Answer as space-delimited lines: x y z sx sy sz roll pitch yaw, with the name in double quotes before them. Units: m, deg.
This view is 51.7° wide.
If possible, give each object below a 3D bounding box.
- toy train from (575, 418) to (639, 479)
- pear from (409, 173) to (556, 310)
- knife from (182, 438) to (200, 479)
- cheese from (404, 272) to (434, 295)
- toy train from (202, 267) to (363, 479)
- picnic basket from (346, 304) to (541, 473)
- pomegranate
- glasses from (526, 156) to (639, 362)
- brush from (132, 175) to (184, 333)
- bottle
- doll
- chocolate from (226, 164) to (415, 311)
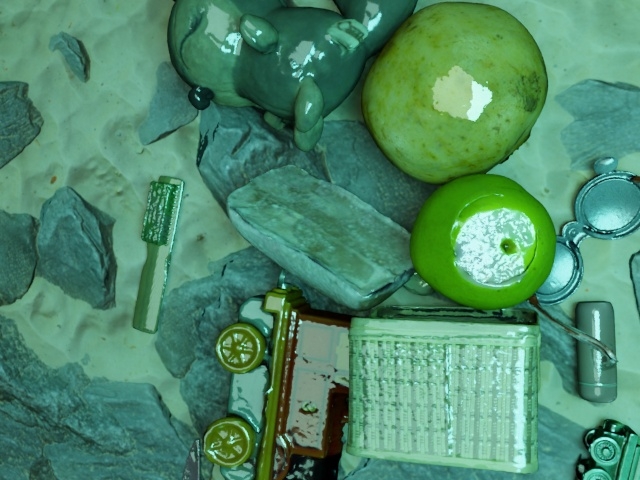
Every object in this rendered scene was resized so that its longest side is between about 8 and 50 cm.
"toy train" 0.412 0.338 0.917 0.111 0.071 0.170 14 91 9
"pear" 0.213 0.001 0.876 0.188 0.220 0.187 0 88 7
"knife" -0.228 0.469 1.150 0.035 0.018 0.247 2 86 21
"cheese" 0.187 -0.004 1.017 0.065 0.043 0.194 31 99 23
"toy train" -0.043 0.223 1.027 0.232 0.163 0.369 7 90 10
"picnic basket" 0.172 0.174 0.873 0.228 0.313 0.175 0 84 18
"pomegranate" 0.183 -0.201 0.923 0.261 0.260 0.260 -1 88 18
"glasses" 0.361 0.012 0.845 0.118 0.268 0.234 43 101 -3
"brush" -0.294 0.025 1.173 0.054 0.048 0.282 12 93 21
"bottle" 0.390 0.156 0.936 0.053 0.053 0.140 -2 88 18
"doll" -0.061 -0.341 1.050 0.382 0.252 0.379 35 61 23
"chocolate" 0.000 0.000 1.012 0.303 0.185 0.100 34 136 22
